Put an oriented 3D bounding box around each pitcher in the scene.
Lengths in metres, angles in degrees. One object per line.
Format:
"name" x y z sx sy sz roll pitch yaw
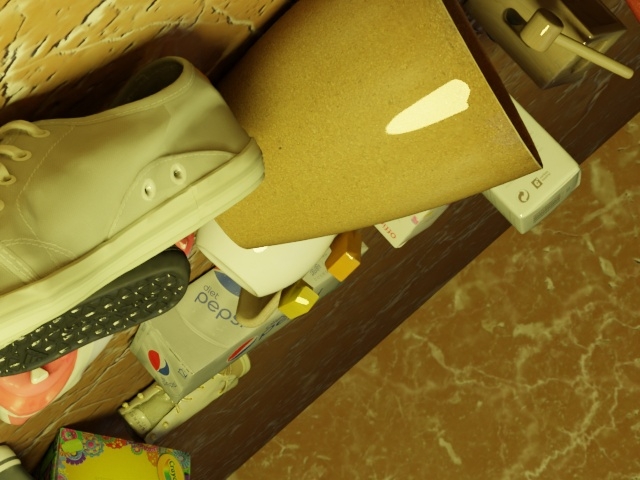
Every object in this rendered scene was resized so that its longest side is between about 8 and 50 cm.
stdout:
"pitcher" -0.034 -0.060 1.616 0.207 0.125 0.178 -50 149 -7

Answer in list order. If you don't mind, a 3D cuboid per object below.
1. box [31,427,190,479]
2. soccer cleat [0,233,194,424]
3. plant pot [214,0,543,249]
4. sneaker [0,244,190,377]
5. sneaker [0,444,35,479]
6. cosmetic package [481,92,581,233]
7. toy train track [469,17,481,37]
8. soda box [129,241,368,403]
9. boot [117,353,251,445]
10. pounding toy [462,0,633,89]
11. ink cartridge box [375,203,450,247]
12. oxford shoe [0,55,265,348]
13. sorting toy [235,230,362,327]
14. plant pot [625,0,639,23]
"box" -0.290 0.434 2.056 0.177 0.290 0.279 14 141 -21
"soccer cleat" -0.205 0.062 1.474 0.248 0.083 0.095 -49 171 -35
"plant pot" 0.019 -0.101 1.387 0.254 0.237 0.237 -30 171 10
"sneaker" -0.221 0.038 1.376 0.235 0.097 0.084 -16 142 -24
"sneaker" -0.433 0.380 1.882 0.321 0.127 0.126 -43 170 16
"cosmetic package" 0.154 -0.120 1.680 0.085 0.231 0.117 -41 170 0
"toy train track" 0.167 -0.230 1.871 0.048 0.014 0.083 -45 169 18
"soda box" -0.082 0.066 1.953 0.286 0.091 0.098 -35 168 -30
"boot" -0.179 0.188 2.143 0.165 0.077 0.213 -35 168 -20
"pounding toy" 0.239 -0.209 1.756 0.094 0.181 0.206 -47 168 26
"ink cartridge box" 0.116 -0.068 2.114 0.090 0.092 0.143 -30 165 -48
"oxford shoe" -0.210 -0.006 1.124 0.169 0.130 0.449 -17 -166 43
"sorting toy" 0.000 0.000 1.766 0.229 0.041 0.307 -45 -163 23
"plant pot" 0.371 -0.361 1.488 0.267 0.235 0.267 -34 167 -31
